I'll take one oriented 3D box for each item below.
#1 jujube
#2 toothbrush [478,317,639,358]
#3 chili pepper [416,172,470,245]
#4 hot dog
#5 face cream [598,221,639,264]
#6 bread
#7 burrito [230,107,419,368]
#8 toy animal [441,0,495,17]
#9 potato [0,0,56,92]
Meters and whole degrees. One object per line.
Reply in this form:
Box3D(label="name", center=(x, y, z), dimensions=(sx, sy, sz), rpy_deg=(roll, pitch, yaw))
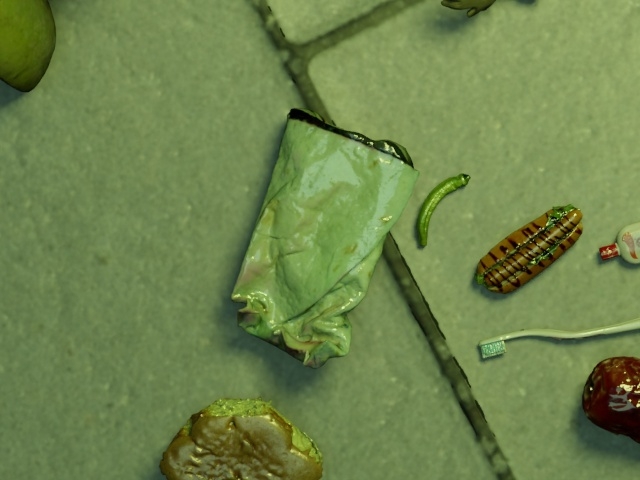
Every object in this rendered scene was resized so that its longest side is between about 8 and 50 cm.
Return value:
Box3D(label="jujube", center=(0.315, 0.158, 1.738), dimensions=(0.129, 0.077, 0.077), rpy_deg=(22, 97, -3))
Box3D(label="toothbrush", center=(0.254, 0.087, 1.765), dimensions=(0.204, 0.017, 0.022), rpy_deg=(-10, 83, 7))
Box3D(label="chili pepper", center=(0.115, -0.033, 1.767), dimensions=(0.030, 0.017, 0.083), rpy_deg=(39, 97, -1))
Box3D(label="hot dog", center=(0.203, 0.009, 1.753), dimensions=(0.122, 0.037, 0.049), rpy_deg=(-39, 94, 9))
Box3D(label="face cream", center=(0.310, 0.001, 1.750), dimensions=(0.083, 0.021, 0.040), rpy_deg=(-18, 92, 7))
Box3D(label="bread", center=(-0.074, 0.218, 1.781), dimensions=(0.140, 0.069, 0.128), rpy_deg=(42, 96, 0))
Box3D(label="burrito", center=(0.000, 0.000, 1.749), dimensions=(0.144, 0.089, 0.229), rpy_deg=(22, 96, 17))
Box3D(label="toy animal", center=(0.206, -0.305, 1.707), dimensions=(0.186, 0.094, 0.214), rpy_deg=(10, 88, 0))
Box3D(label="potato", center=(-0.335, -0.260, 1.731), dimensions=(0.112, 0.269, 0.255), rpy_deg=(-43, 118, 7))
